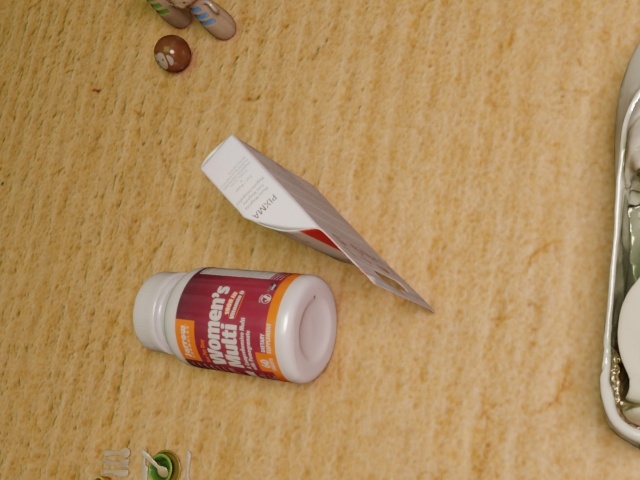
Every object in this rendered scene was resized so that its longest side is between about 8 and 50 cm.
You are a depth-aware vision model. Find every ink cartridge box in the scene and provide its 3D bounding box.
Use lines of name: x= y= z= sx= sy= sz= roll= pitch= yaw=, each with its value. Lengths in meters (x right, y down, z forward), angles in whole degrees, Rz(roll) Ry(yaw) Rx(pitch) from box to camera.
ink cartridge box: x=0.000 y=0.000 z=0.707 sx=0.066 sy=0.189 sz=0.232 roll=-44 pitch=62 yaw=11

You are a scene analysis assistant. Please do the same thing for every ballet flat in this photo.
ballet flat: x=0.301 y=-0.016 z=0.552 sx=0.139 sy=0.139 sz=0.400 roll=7 pitch=89 yaw=29

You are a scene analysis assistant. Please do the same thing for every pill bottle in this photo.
pill bottle: x=-0.102 y=0.093 z=0.775 sx=0.221 sy=0.121 sz=0.121 roll=2 pitch=77 yaw=28

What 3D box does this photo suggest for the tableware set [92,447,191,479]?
tableware set: x=-0.229 y=0.316 z=0.836 sx=0.154 sy=0.024 sz=0.104 roll=-7 pitch=73 yaw=25

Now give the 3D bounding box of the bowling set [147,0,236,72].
bowling set: x=-0.195 y=-0.348 z=0.925 sx=0.287 sy=0.154 sz=0.200 roll=17 pitch=84 yaw=31
